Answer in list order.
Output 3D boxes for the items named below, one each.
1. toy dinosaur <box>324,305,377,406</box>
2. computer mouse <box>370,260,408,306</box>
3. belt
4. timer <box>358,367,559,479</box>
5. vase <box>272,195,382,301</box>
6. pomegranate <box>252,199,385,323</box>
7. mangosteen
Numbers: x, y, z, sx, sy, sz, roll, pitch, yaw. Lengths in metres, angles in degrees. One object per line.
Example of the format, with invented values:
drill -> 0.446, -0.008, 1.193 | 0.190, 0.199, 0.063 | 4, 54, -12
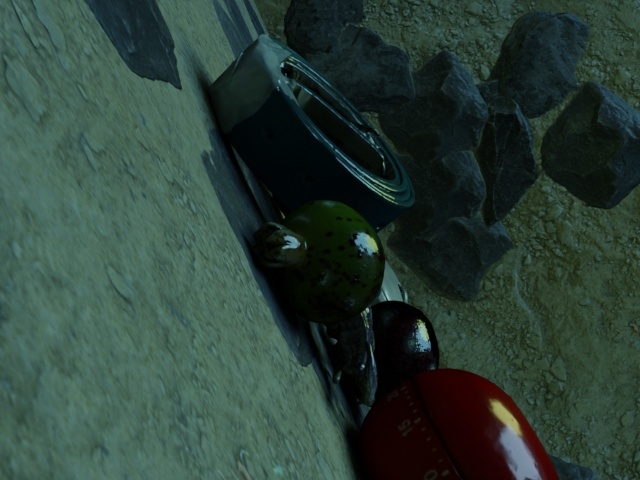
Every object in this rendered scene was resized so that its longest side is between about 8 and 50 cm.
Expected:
toy dinosaur -> 0.056, 0.168, 1.465 | 0.162, 0.077, 0.294 | 112, -33, -46
computer mouse -> 0.120, 0.095, 1.999 | 0.297, 0.121, 0.184 | 39, -4, 42
belt -> -0.011, -0.183, 1.592 | 0.436, 0.173, 0.300 | 39, 25, -17
timer -> 0.241, 0.400, 1.420 | 0.378, 0.279, 0.378 | 58, 2, -3
vase -> 0.000, 0.000, 1.698 | 0.299, 0.143, 0.143 | 65, 4, 29
pomegranate -> -0.007, 0.029, 1.353 | 0.247, 0.202, 0.202 | 11, 49, -45
mangosteen -> 0.121, 0.222, 1.622 | 0.216, 0.216, 0.216 | -24, 90, -84
